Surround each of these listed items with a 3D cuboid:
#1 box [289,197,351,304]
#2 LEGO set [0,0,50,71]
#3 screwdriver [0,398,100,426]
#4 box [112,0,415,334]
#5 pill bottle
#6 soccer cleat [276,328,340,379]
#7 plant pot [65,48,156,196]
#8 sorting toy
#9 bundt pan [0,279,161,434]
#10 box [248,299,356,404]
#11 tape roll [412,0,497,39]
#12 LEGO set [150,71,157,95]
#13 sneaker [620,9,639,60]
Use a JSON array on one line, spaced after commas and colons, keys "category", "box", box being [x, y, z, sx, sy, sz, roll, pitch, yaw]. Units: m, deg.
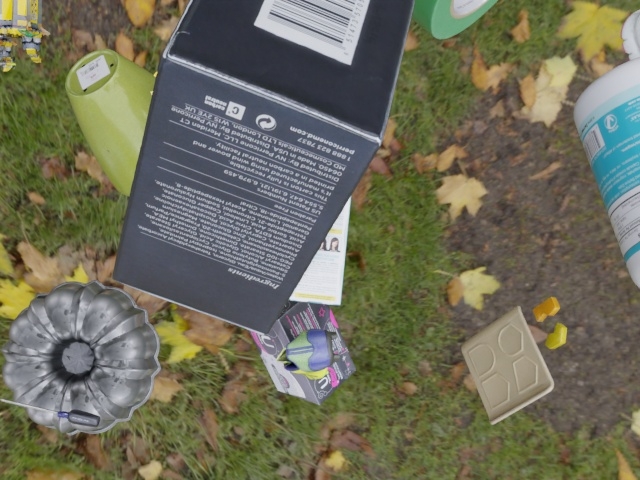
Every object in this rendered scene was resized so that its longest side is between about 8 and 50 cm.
[{"category": "box", "box": [0.000, 0.000, 1.574, 0.100, 0.060, 0.244, 6, 84, -2]}, {"category": "LEGO set", "box": [-0.546, -0.271, 1.209, 0.255, 0.331, 0.192, -3, 100, -39]}, {"category": "screwdriver", "box": [-0.448, 0.285, 1.350, 0.170, 0.024, 0.025, 8, 117, 3]}, {"category": "box", "box": [-0.070, -0.129, 0.935, 0.212, 0.395, 0.293, 20, 52, -7]}, {"category": "pill bottle", "box": [0.360, -0.044, 0.808, 0.146, 0.146, 0.264, -8, 70, -15]}, {"category": "soccer cleat", "box": [-0.033, 0.233, 1.669, 0.121, 0.289, 0.093, -6, 76, -7]}, {"category": "plant pot", "box": [-0.447, -0.290, 1.880, 0.275, 0.293, 0.275, -12, 56, 17]}, {"category": "sorting toy", "box": [0.480, 0.278, 1.950, 0.041, 0.307, 0.229, 10, 51, -36]}, {"category": "bundt pan", "box": [-0.499, 0.244, 1.669, 0.331, 0.124, 0.331, 0, 87, -3]}, {"category": "box", "box": [-0.055, 0.233, 1.895, 0.142, 0.163, 0.247, -38, 117, -33]}, {"category": "tape roll", "box": [0.253, -0.460, 1.243, 0.321, 0.321, 0.077, -42, 77, -15]}, {"category": "LEGO set", "box": [-0.303, -0.307, 1.782, 0.132, 0.107, 0.287, 2, 62, -10]}, {"category": "sneaker", "box": [0.463, -0.184, 0.958, 0.103, 0.111, 0.252, -31, 86, -21]}]
